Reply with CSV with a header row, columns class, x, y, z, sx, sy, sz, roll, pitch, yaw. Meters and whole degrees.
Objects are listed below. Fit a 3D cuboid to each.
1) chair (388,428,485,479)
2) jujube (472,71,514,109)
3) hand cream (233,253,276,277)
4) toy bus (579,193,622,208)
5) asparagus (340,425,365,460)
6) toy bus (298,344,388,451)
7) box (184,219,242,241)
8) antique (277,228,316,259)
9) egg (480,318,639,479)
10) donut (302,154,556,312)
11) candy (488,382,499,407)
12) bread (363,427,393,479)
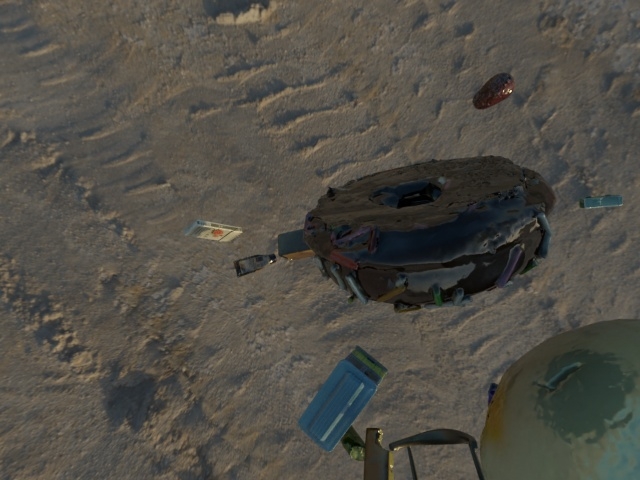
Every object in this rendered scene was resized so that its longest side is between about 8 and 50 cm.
class,x,y,z,sx,sy,sz,roll,pitch,yaw
chair,0.208,0.490,0.729,0.166,0.188,0.272,16,58,-45
jujube,0.499,-0.430,1.202,0.077,0.129,0.077,9,71,-27
hand cream,-0.235,0.083,1.485,0.163,0.039,0.062,-15,97,-33
toy bus,0.680,-0.094,1.005,0.083,0.037,0.031,-4,99,16
asparagus,0.084,0.719,1.595,0.085,0.343,0.082,-22,116,-19
toy bus,0.079,0.539,1.426,0.152,0.190,0.312,36,106,16
box,-0.422,-0.036,1.630,0.198,0.109,0.029,10,62,-43
antique,0.000,0.000,1.461,0.310,0.093,0.087,-12,72,28
egg,0.313,0.180,0.409,0.337,0.337,0.201,-15,66,-10
donut,0.111,-0.018,0.458,0.269,0.270,0.103,-19,109,-10
candy,0.534,0.543,1.169,0.145,0.070,0.275,18,65,-17
bread,0.173,0.678,1.227,0.049,0.088,0.226,45,39,-35
